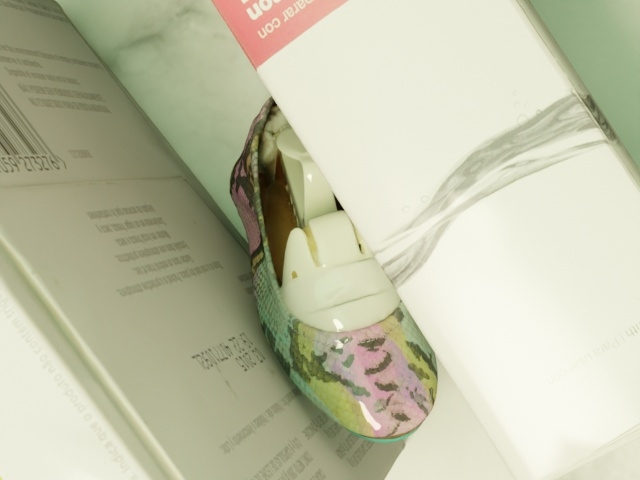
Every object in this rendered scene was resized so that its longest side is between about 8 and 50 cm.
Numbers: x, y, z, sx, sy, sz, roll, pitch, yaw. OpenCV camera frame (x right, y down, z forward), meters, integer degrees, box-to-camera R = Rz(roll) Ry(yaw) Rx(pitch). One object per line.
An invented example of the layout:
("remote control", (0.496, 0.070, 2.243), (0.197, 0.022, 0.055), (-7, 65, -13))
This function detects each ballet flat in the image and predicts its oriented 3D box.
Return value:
("ballet flat", (0.000, 0.000, 0.704), (0.077, 0.221, 0.079), (-10, 132, -12))

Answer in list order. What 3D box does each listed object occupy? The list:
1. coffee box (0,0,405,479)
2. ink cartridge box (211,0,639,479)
("coffee box", (-0.208, 0.099, 0.677), (0.334, 0.337, 0.338), (-40, 85, 11))
("ink cartridge box", (0.078, -0.040, 0.675), (0.117, 0.207, 0.283), (-33, 84, 11))
